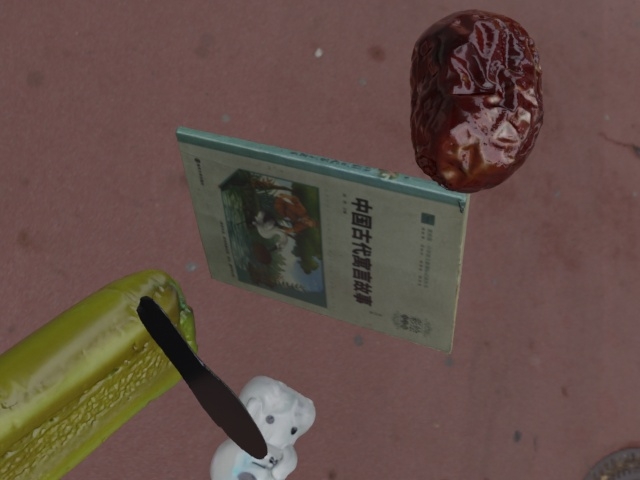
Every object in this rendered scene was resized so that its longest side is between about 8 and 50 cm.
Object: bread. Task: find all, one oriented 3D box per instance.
[{"bbox_3d":[-0.295,0.170,0.793,0.112,0.166,0.383,23,44,29],"label":"bread"}]

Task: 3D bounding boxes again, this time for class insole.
[{"bbox_3d":[-0.111,0.127,0.680,0.188,0.064,0.004,50,47,8],"label":"insole"}]

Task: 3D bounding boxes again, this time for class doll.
[{"bbox_3d":[-0.081,0.273,0.993,0.110,0.107,0.180,40,55,-29],"label":"doll"}]

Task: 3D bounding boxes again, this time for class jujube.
[{"bbox_3d":[0.086,-0.080,0.412,0.077,0.077,0.129,30,41,-17],"label":"jujube"}]

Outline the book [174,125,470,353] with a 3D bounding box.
[{"bbox_3d":[0.000,0.000,0.717,0.283,0.214,0.025,14,48,19],"label":"book"}]
